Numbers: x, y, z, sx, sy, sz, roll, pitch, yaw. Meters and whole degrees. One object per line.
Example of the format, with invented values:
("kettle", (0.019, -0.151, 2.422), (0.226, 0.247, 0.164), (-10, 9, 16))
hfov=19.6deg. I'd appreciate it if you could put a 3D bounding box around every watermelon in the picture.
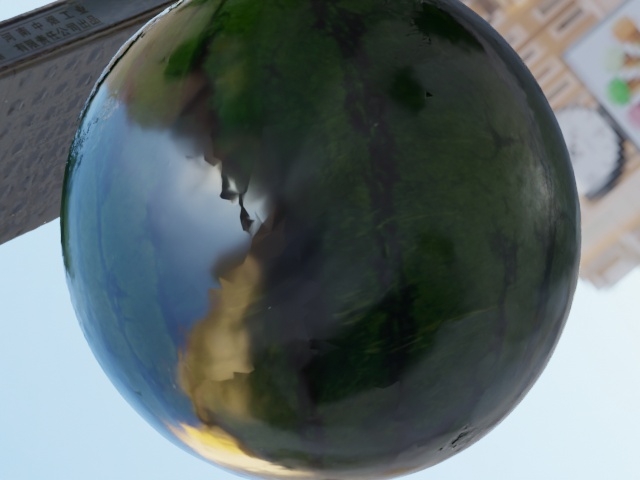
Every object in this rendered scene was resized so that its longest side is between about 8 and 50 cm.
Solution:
("watermelon", (-0.001, -0.005, 0.839), (0.242, 0.242, 0.242), (46, -167, -13))

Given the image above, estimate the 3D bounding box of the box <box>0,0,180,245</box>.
("box", (-0.204, -0.065, 1.181), (0.047, 0.180, 0.325), (40, -140, 16))
